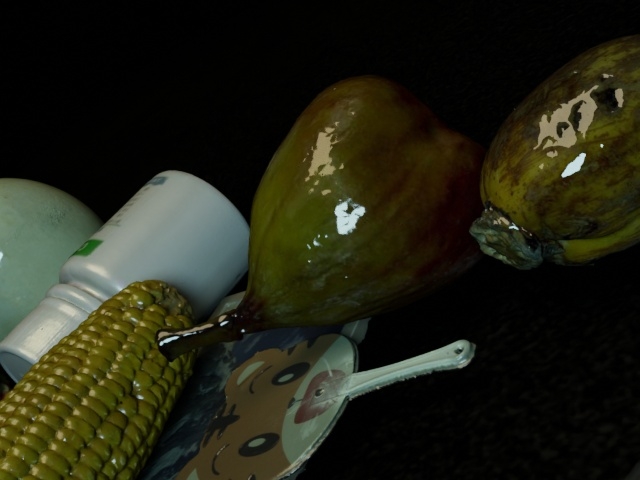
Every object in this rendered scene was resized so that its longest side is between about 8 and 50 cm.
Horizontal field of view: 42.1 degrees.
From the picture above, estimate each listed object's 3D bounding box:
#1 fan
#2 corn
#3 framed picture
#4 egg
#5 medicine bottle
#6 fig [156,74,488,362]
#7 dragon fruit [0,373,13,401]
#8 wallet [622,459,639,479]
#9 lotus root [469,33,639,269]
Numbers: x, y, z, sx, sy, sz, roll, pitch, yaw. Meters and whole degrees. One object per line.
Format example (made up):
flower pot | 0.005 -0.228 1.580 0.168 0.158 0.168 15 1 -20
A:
fan | 0.001 0.103 0.550 0.227 0.008 0.152 -22 25 31
corn | -0.180 0.146 0.590 0.119 0.119 0.322 -22 21 31
framed picture | -0.061 0.119 0.645 0.209 0.019 0.281 -20 27 35
egg | -0.308 0.036 0.887 0.187 0.253 0.186 -11 61 20
medicine bottle | -0.178 0.055 0.789 0.139 0.139 0.237 -7 38 50
fig | -0.001 -0.001 0.594 0.274 0.170 0.145 -38 -13 -8
dragon fruit | -0.453 0.197 0.800 0.303 0.237 0.231 -32 41 -19
wallet | 0.231 0.098 0.226 0.170 0.044 0.321 -44 23 -15
lotus root | 0.181 -0.062 0.515 0.209 0.120 0.120 -37 22 -1
